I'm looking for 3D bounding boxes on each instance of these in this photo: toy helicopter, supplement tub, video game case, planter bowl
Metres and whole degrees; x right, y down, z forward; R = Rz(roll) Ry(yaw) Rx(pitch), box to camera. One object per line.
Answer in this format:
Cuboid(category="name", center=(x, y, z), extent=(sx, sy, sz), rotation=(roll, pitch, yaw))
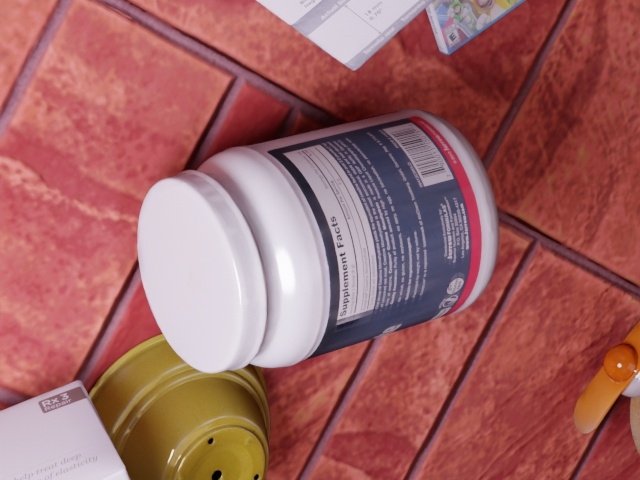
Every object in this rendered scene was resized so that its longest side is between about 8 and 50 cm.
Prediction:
Cuboid(category="toy helicopter", center=(0.392, 0.086, 2.037), extent=(0.235, 0.140, 0.355), rotation=(-7, 104, -26))
Cuboid(category="supplement tub", center=(0.000, 0.000, 1.626), extent=(0.272, 0.191, 0.191), rotation=(-15, 118, -32))
Cuboid(category="video game case", center=(0.134, -0.269, 1.726), extent=(0.119, 0.015, 0.166), rotation=(-36, 127, -19))
Cuboid(category="planter bowl", center=(-0.114, 0.195, 1.694), extent=(0.217, 0.090, 0.217), rotation=(-16, 119, -31))

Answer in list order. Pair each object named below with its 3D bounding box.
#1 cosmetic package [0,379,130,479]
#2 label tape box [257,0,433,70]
Cuboid(category="cosmetic package", center=(-0.231, 0.335, 1.599), extent=(0.217, 0.156, 0.385), rotation=(-24, 125, -11))
Cuboid(category="label tape box", center=(-0.005, -0.311, 1.481), extent=(0.240, 0.106, 0.333), rotation=(-41, 135, 18))
